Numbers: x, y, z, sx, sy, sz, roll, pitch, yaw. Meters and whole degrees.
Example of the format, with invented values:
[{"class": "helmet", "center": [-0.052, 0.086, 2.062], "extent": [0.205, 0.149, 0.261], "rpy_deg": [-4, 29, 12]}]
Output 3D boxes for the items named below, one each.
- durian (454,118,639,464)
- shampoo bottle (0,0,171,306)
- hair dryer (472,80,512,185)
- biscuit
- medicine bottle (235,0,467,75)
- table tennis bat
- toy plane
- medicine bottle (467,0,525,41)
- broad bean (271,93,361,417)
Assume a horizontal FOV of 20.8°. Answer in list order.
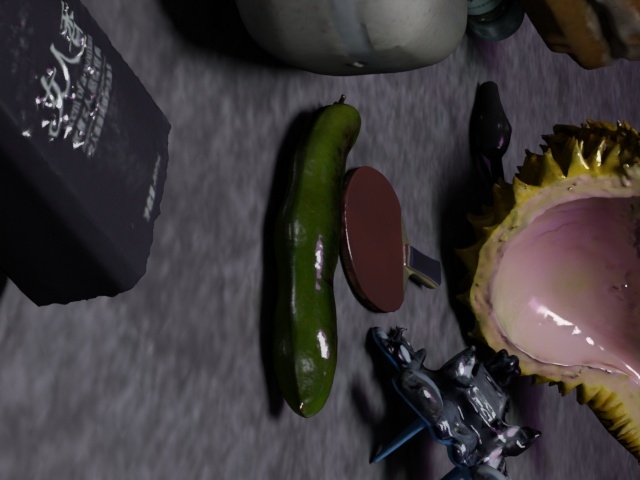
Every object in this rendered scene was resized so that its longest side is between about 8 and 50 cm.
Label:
[{"class": "durian", "center": [0.196, 0.019, 1.362], "extent": [0.196, 0.185, 0.305], "rpy_deg": [-100, 173, -52]}, {"class": "shampoo bottle", "center": [-0.154, -0.099, 0.632], "extent": [0.309, 0.071, 0.098], "rpy_deg": [54, 38, -46]}, {"class": "hair dryer", "center": [0.140, -0.077, 1.415], "extent": [0.079, 0.031, 0.083], "rpy_deg": [-88, 171, -45]}, {"class": "biscuit", "center": [0.175, -0.329, 1.387], "extent": [0.268, 0.115, 0.366], "rpy_deg": [49, 26, -51]}, {"class": "medicine bottle", "center": [0.005, -0.282, 0.972], "extent": [0.282, 0.123, 0.375], "rpy_deg": [-8, 91, -78]}, {"class": "table tennis bat", "center": [0.046, 0.005, 1.161], "extent": [0.158, 0.014, 0.095], "rpy_deg": [29, 55, -61]}, {"class": "toy plane", "center": [0.103, 0.111, 1.179], "extent": [0.169, 0.078, 0.246], "rpy_deg": [52, 22, 0]}, {"class": "medicine bottle", "center": [0.106, -0.218, 1.329], "extent": [0.191, 0.051, 0.051], "rpy_deg": [43, 44, -56]}, {"class": "broad bean", "center": [-0.001, -0.004, 1.015], "extent": [0.069, 0.039, 0.227], "rpy_deg": [66, 26, -48]}]
